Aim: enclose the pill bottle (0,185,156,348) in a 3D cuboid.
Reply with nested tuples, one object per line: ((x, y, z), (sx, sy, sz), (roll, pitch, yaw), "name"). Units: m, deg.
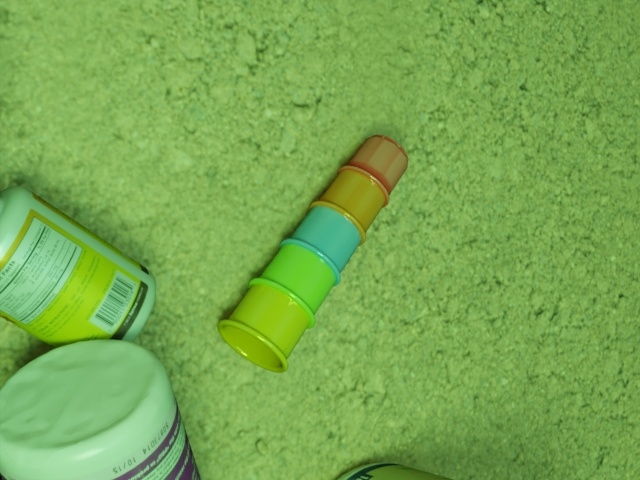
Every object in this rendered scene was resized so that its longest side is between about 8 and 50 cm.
((-0.275, 0.027, 0.964), (0.215, 0.117, 0.117), (38, 69, -28), "pill bottle")

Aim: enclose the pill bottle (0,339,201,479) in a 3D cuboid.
((-0.195, 0.258, 0.952), (0.169, 0.169, 0.302), (-32, 127, -30), "pill bottle")

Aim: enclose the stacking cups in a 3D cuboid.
((0.000, 0.000, 1.169), (0.096, 0.096, 0.316), (44, 65, -25), "stacking cups")

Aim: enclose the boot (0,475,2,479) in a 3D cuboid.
((-0.451, 0.231, 0.833), (0.348, 0.131, 0.260), (-33, 107, -31), "boot")

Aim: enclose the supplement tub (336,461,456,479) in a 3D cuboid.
((0.144, 0.388, 1.122), (0.228, 0.316, 0.229), (1, 88, -34), "supplement tub")
